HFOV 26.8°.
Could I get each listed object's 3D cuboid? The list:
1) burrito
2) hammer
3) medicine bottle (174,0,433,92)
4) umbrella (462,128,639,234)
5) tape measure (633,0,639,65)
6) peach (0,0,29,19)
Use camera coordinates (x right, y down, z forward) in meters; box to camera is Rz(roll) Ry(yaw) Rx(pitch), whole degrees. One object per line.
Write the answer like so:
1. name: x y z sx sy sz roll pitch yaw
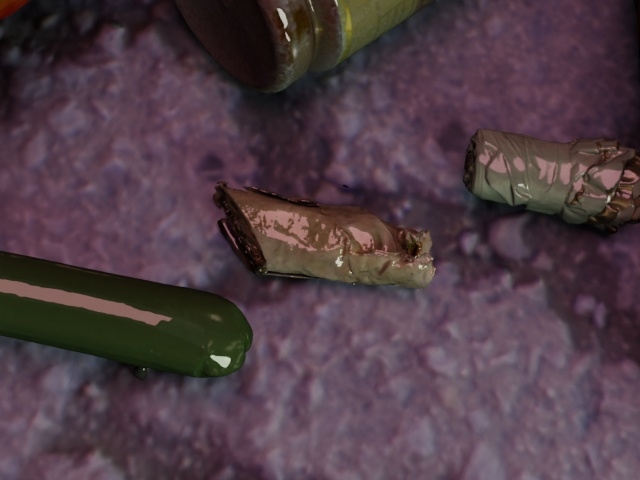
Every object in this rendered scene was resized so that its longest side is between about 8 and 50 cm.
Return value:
1. burrito: 0.000 0.000 0.853 0.149 0.041 0.055 12 52 2
2. hammer: -0.204 0.026 0.784 0.335 0.119 0.206 13 65 -9
3. medicine bottle: 0.056 -0.238 0.905 0.322 0.151 0.151 -36 75 -20
4. umbrella: 0.165 -0.041 0.887 0.143 0.062 0.067 6 35 -4
5. tape measure: 0.280 -0.158 0.873 0.135 0.202 0.223 1 61 -4
6. peach: -0.292 -0.287 0.772 0.388 0.388 0.388 3 66 -6
